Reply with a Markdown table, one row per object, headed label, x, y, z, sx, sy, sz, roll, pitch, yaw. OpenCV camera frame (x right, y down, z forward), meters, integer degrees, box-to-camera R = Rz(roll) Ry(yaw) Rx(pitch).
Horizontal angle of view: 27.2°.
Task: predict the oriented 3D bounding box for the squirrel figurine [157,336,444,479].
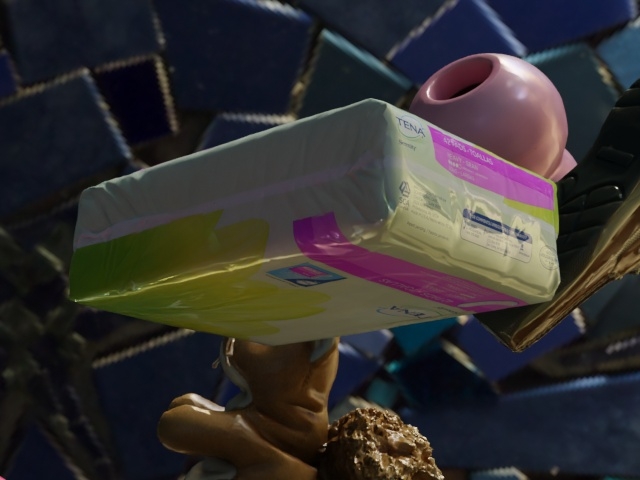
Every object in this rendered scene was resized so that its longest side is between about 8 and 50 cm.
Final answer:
| label | x | y | z | sx | sy | sz | roll | pitch | yaw |
| --- | --- | --- | --- | --- | --- | --- | --- | --- | --- |
| squirrel figurine | -0.028 | 0.293 | 1.835 | 0.281 | 0.397 | 0.370 | 84 | -152 | -77 |

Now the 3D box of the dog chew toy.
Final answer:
| label | x | y | z | sx | sy | sz | roll | pitch | yaw |
| --- | --- | --- | --- | --- | --- | --- | --- | --- | --- |
| dog chew toy | 0.244 | -0.073 | 1.701 | 0.207 | 0.332 | 0.206 | -23 | 29 | 13 |

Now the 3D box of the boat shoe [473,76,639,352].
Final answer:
| label | x | y | z | sx | sy | sz | roll | pitch | yaw |
| --- | --- | --- | --- | --- | --- | --- | --- | --- | --- |
| boat shoe | 0.285 | -0.018 | 1.249 | 0.324 | 0.120 | 0.122 | -48 | 29 | 0 |

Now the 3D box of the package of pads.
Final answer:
| label | x | y | z | sx | sy | sz | roll | pitch | yaw |
| --- | --- | --- | --- | --- | --- | --- | --- | --- | --- |
| package of pads | 0.000 | 0.000 | 0.956 | 0.296 | 0.229 | 0.101 | -12 | 70 | 37 |

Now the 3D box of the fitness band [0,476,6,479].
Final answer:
| label | x | y | z | sx | sy | sz | roll | pitch | yaw |
| --- | --- | --- | --- | --- | --- | --- | --- | --- | --- |
| fitness band | -0.212 | 0.195 | 0.634 | 0.291 | 0.209 | 0.054 | -12 | 5 | 31 |
